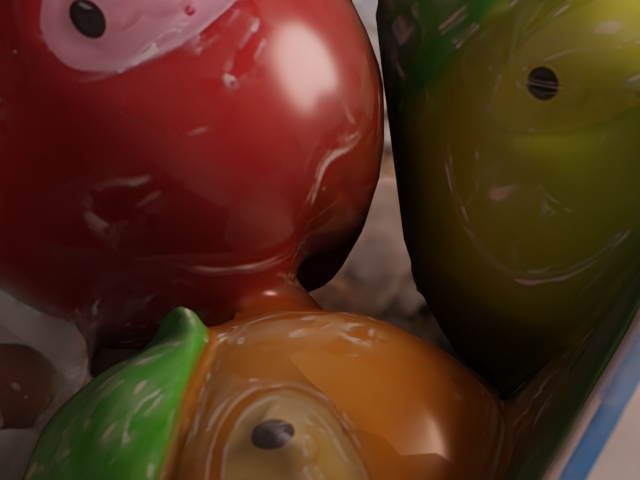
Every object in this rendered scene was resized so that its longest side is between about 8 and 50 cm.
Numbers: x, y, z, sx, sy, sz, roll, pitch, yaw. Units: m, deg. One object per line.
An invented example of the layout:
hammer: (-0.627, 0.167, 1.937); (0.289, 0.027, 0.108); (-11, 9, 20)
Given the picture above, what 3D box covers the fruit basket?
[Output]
fruit basket: (0.000, 0.000, 0.450); (0.353, 0.165, 0.327); (35, 65, -2)
